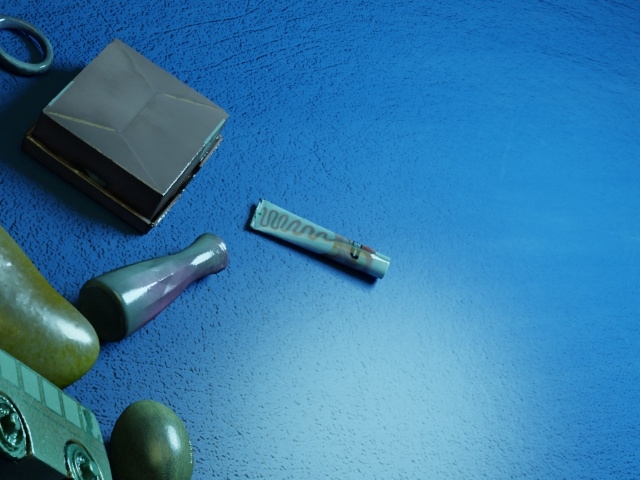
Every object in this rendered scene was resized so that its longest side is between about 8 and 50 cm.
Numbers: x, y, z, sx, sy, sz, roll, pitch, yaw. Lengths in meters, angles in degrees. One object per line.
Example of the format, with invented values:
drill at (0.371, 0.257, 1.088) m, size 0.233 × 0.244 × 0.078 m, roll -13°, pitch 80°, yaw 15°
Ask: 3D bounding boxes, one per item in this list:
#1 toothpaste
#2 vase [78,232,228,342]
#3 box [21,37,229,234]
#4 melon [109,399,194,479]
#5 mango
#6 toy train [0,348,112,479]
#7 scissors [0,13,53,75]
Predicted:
toothpaste at (0.000, 0.000, 2.034) m, size 0.205 × 0.036 × 0.056 m, roll 23°, pitch 49°, yaw -6°
vase at (-0.208, 0.053, 1.851) m, size 0.086 × 0.086 × 0.214 m, roll 48°, pitch 43°, yaw 12°
box at (-0.260, -0.149, 1.969) m, size 0.215 × 0.086 × 0.215 m, roll 35°, pitch 47°, yaw -1°
melon at (-0.199, 0.249, 1.687) m, size 0.098 × 0.098 × 0.131 m, roll 5°, pitch 54°, yaw -26°
mango at (-0.433, 0.058, 1.636) m, size 0.384 × 0.199 × 0.221 m, roll 29°, pitch 48°, yaw -7°
toy train at (-0.341, 0.208, 1.511) m, size 0.326 × 0.129 × 0.159 m, roll 48°, pitch 18°, yaw -54°
scissors at (-0.546, -0.382, 2.030) m, size 0.256 × 0.029 × 0.383 m, roll -9°, pitch 62°, yaw -32°
